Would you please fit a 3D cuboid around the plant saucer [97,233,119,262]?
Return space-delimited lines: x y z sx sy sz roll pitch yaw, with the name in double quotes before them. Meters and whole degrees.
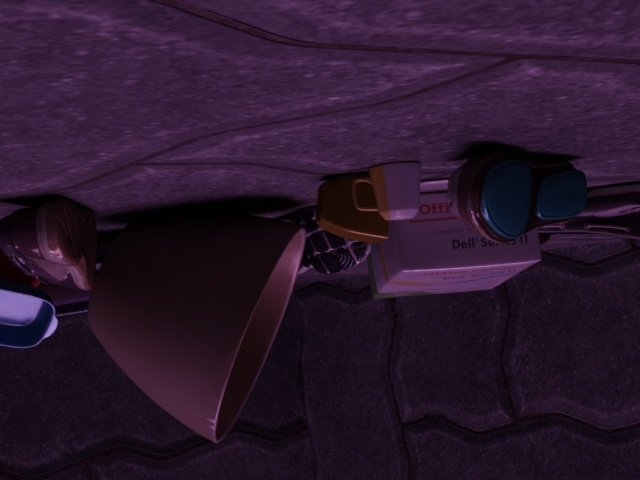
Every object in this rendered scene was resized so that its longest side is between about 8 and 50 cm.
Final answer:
"plant saucer" -0.314 0.010 2.102 0.195 0.037 0.195 -5 177 0

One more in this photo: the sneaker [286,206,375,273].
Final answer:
"sneaker" 0.015 -0.014 1.981 0.110 0.107 0.275 -25 -171 -24

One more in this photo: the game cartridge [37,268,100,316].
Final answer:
"game cartridge" -0.385 0.082 2.079 0.355 0.068 0.230 -9 -173 -1

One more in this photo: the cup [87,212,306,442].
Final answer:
"cup" -0.191 0.093 1.829 0.237 0.331 0.331 21 178 6

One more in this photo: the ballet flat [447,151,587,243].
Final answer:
"ballet flat" 0.215 -0.053 1.527 0.106 0.107 0.316 8 -177 32

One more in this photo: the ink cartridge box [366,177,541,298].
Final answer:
"ink cartridge box" 0.191 -0.001 1.864 0.207 0.119 0.353 -5 170 -7

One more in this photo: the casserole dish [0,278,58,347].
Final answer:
"casserole dish" -0.465 0.095 1.809 0.188 0.037 0.114 15 131 -23

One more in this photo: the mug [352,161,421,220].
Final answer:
"mug" 0.085 -0.056 1.519 0.078 0.064 0.062 -9 175 42

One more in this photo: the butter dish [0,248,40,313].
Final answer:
"butter dish" -0.469 0.048 1.863 0.160 0.118 0.160 -5 176 6

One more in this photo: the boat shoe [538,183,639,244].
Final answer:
"boat shoe" 0.393 -0.027 2.104 0.335 0.095 0.112 -9 175 36

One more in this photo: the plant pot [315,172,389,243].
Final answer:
"plant pot" 0.039 -0.042 1.581 0.083 0.081 0.081 6 174 -10

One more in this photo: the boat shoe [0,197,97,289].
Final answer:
"boat shoe" -0.341 0.005 1.617 0.092 0.102 0.285 0 172 0
